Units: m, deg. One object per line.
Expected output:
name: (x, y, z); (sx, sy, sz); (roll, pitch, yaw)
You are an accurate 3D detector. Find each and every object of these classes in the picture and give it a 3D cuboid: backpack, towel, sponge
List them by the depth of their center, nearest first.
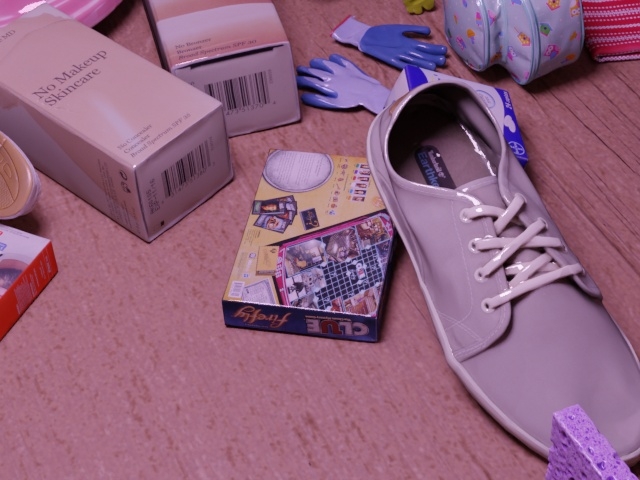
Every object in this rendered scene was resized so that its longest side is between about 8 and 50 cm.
sponge: (0.261, 0.253, 1.163); (0.031, 0.117, 0.210); (-18, 46, -16)
backpack: (0.235, -0.285, 1.668); (0.144, 0.166, 0.188); (-26, 46, -19)
towel: (0.425, -0.336, 1.804); (0.199, 0.031, 0.275); (-6, 45, -1)

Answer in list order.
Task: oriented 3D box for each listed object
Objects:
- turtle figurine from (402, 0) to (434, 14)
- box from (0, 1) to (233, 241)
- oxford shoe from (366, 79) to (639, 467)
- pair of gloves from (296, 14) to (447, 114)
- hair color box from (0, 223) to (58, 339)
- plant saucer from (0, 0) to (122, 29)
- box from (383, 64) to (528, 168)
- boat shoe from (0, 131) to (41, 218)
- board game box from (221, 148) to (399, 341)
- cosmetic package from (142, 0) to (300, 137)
turtle figurine: (0.141, -0.411, 1.855); (0.270, 0.087, 0.217); (-14, 46, -11)
box: (-0.264, -0.144, 1.587); (0.311, 0.121, 0.148); (30, 56, 29)
oxford shoe: (0.179, 0.024, 1.329); (0.169, 0.130, 0.449); (-22, 68, -16)
pair of gloves: (0.063, -0.220, 1.716); (0.159, 0.023, 0.198); (24, 52, 23)
hair color box: (-0.365, 0.057, 1.441); (0.093, 0.053, 0.167); (17, 50, 19)
plant saucer: (-0.412, -0.364, 1.812); (0.332, 0.084, 0.332); (-8, 43, 7)
box: (0.152, -0.122, 1.545); (0.137, 0.072, 0.126); (11, 42, -18)
boat shoe: (-0.405, -0.091, 1.559); (0.277, 0.096, 0.098); (27, 85, 32)
board game box: (0.000, 0.000, 1.484); (0.165, 0.042, 0.243); (6, 46, 9)
cosmetic package: (-0.135, -0.270, 1.700); (0.153, 0.129, 0.296); (-15, 46, -8)
